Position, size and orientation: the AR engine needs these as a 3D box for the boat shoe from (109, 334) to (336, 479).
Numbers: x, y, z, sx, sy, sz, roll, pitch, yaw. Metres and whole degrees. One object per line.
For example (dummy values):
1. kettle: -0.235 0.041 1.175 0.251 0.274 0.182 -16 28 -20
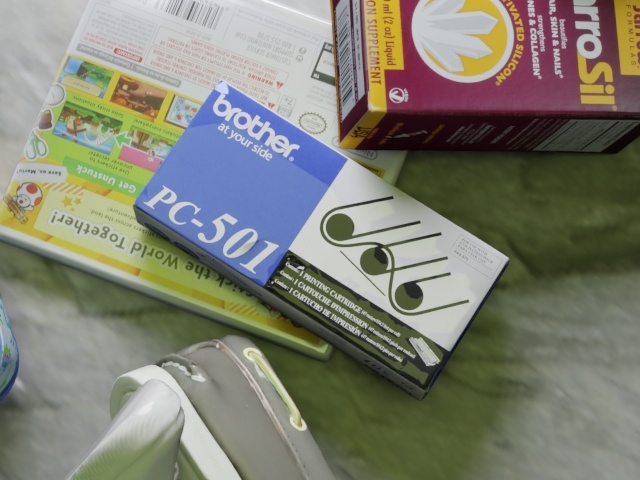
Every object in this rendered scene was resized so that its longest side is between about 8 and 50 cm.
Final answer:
1. boat shoe: -0.008 0.192 0.947 0.091 0.109 0.305 -25 78 -34

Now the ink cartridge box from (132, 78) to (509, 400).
1. ink cartridge box: 0.000 0.000 0.995 0.207 0.046 0.097 33 78 6

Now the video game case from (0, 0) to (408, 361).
1. video game case: -0.065 -0.058 1.043 0.227 0.026 0.206 21 78 3

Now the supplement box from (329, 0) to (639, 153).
1. supplement box: 0.107 -0.113 1.009 0.188 0.081 0.104 0 77 -13

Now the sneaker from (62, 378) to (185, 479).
1. sneaker: -0.103 0.158 0.920 0.094 0.212 0.080 37 46 3

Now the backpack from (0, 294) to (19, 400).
1. backpack: -0.236 0.057 0.986 0.105 0.084 0.114 -28 75 -6
